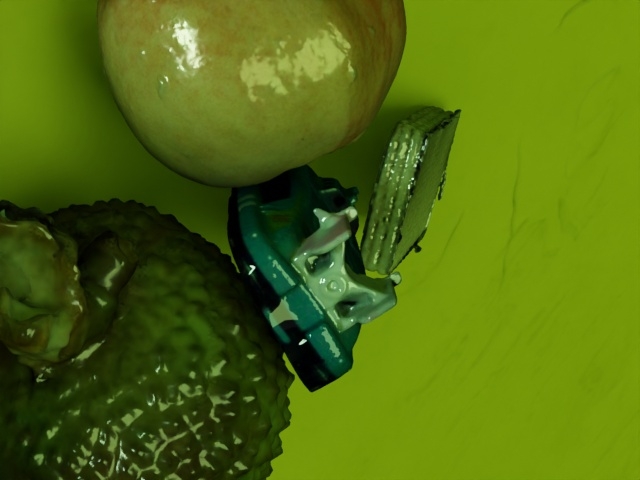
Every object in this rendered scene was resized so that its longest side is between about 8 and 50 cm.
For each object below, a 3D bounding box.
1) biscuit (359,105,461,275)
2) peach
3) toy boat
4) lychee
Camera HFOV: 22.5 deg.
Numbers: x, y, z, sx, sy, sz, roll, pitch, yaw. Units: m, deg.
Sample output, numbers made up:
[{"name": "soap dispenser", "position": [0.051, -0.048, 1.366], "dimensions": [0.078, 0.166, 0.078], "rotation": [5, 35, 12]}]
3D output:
[{"name": "biscuit", "position": [0.074, -0.045, 1.311], "dimensions": [0.199, 0.040, 0.121], "rotation": [-36, 140, -75]}, {"name": "peach", "position": [-0.051, -0.158, 1.104], "dimensions": [0.232, 0.232, 0.232], "rotation": [-19, 121, -34]}, {"name": "toy boat", "position": [0.000, 0.000, 1.164], "dimensions": [0.092, 0.299, 0.134], "rotation": [-30, 105, 7]}, {"name": "lychee", "position": [-0.149, 0.105, 1.106], "dimensions": [0.270, 0.270, 0.320], "rotation": [-20, 156, -34]}]
